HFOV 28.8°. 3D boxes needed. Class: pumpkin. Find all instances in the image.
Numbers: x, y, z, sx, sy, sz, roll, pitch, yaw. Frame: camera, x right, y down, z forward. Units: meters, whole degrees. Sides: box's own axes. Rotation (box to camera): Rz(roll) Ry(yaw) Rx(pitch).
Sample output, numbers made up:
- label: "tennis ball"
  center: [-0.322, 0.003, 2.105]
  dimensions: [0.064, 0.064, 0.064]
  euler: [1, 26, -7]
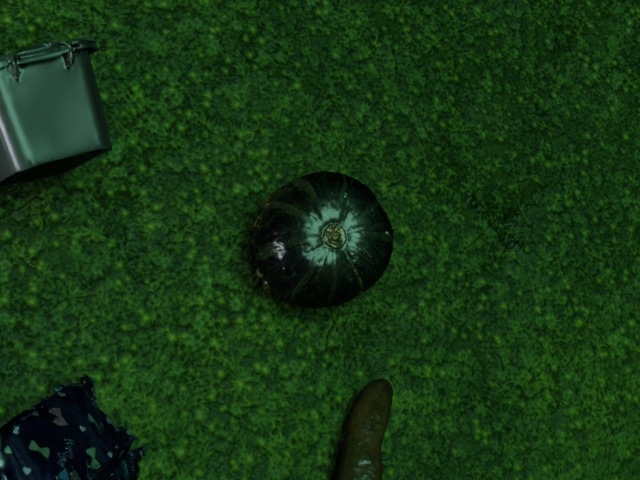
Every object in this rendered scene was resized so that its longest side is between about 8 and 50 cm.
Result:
- label: "pumpkin"
  center: [0.001, -0.001, 1.662]
  dimensions: [0.190, 0.146, 0.190]
  euler: [8, 71, -24]

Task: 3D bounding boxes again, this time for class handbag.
- label: "handbag"
  center: [-0.294, 0.259, 1.395]
  dimensions: [0.162, 0.113, 0.260]
  euler: [53, 16, -3]

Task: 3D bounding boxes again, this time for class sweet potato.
- label: "sweet potato"
  center: [0.052, 0.300, 1.628]
  dimensions: [0.075, 0.075, 0.273]
  euler: [20, 60, -19]

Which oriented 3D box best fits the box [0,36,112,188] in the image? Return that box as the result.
- label: "box"
  center: [-0.354, -0.143, 1.497]
  dimensions: [0.163, 0.243, 0.135]
  euler: [-19, 94, -31]
